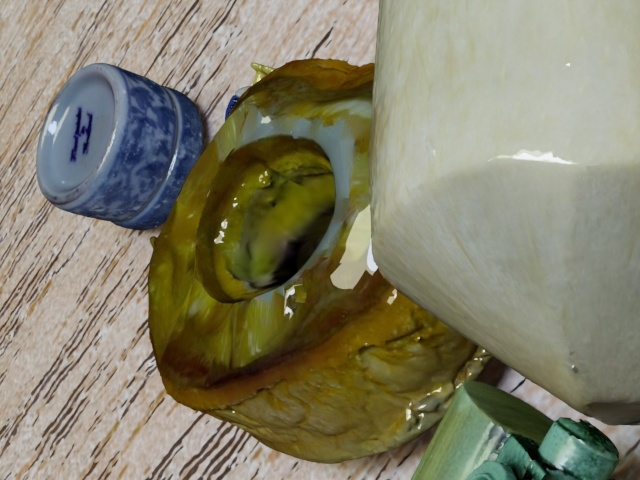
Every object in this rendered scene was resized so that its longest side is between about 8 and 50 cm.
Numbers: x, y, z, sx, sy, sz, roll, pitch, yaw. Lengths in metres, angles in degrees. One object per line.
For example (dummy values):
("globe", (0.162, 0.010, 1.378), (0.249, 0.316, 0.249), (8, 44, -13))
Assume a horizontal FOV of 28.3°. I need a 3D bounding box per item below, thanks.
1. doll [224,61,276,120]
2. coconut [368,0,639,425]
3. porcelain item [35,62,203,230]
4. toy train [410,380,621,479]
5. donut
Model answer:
("doll", (-0.065, -0.087, 1.138), (0.099, 0.057, 0.143), (31, 105, 54))
("coconut", (0.170, -0.053, 0.687), (0.323, 0.323, 0.323), (-20, 61, 43))
("porcelain item", (-0.191, -0.088, 1.231), (0.147, 0.114, 0.147), (-19, 62, 41))
("toy train", (0.093, 0.239, 0.811), (0.307, 0.126, 0.189), (-64, 9, 9))
("donut", (0.000, 0.000, 0.947), (0.330, 0.160, 0.330), (-30, 45, 35))
